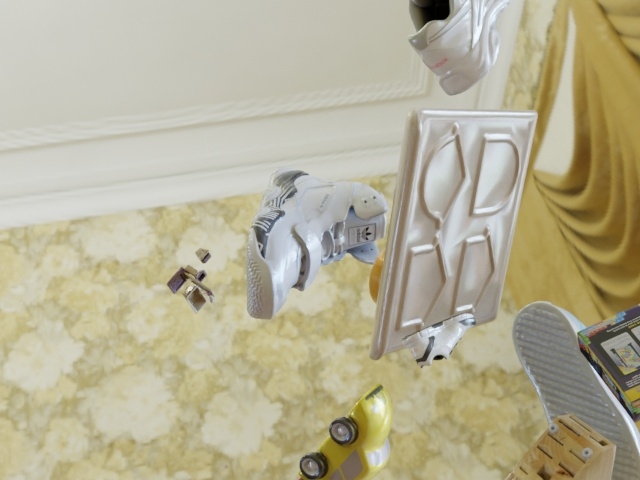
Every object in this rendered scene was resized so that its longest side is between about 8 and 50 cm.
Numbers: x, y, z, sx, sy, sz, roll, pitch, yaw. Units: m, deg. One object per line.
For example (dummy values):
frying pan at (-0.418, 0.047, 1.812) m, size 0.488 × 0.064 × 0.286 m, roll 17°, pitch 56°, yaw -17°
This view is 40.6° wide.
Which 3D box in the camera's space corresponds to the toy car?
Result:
toy car at (-0.030, 0.240, 0.719) m, size 0.225 × 0.053 × 0.239 m, roll -40°, pitch -16°, yaw -32°

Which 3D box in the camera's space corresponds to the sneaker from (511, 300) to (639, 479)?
sneaker at (0.416, 0.263, 1.306) m, size 0.135 × 0.365 × 0.150 m, roll -28°, pitch -24°, yaw 32°

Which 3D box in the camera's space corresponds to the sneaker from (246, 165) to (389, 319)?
sneaker at (0.000, 0.000, 1.411) m, size 0.210 × 0.365 × 0.137 m, roll 6°, pitch -56°, yaw 4°

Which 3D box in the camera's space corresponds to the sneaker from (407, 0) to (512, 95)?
sneaker at (0.156, -0.283, 0.984) m, size 0.115 × 0.232 × 0.090 m, roll 36°, pitch -39°, yaw -28°

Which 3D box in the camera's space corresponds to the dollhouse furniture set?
dollhouse furniture set at (-0.191, 0.086, 1.495) m, size 0.091 × 0.081 × 0.114 m, roll -50°, pitch -27°, yaw -18°

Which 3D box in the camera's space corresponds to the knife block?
knife block at (0.327, 0.404, 1.179) m, size 0.275 × 0.088 × 0.242 m, roll -50°, pitch -56°, yaw -2°

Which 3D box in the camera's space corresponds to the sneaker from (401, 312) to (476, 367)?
sneaker at (0.141, 0.115, 1.003) m, size 0.109 × 0.043 × 0.040 m, roll -19°, pitch -11°, yaw -35°

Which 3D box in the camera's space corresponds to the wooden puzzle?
wooden puzzle at (0.171, -0.024, 1.185) m, size 0.348 × 0.081 × 0.322 m, roll -11°, pitch -66°, yaw -51°

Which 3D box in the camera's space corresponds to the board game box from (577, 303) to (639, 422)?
board game box at (0.457, 0.147, 1.160) m, size 0.170 × 0.141 × 0.048 m, roll -24°, pitch -49°, yaw -1°
